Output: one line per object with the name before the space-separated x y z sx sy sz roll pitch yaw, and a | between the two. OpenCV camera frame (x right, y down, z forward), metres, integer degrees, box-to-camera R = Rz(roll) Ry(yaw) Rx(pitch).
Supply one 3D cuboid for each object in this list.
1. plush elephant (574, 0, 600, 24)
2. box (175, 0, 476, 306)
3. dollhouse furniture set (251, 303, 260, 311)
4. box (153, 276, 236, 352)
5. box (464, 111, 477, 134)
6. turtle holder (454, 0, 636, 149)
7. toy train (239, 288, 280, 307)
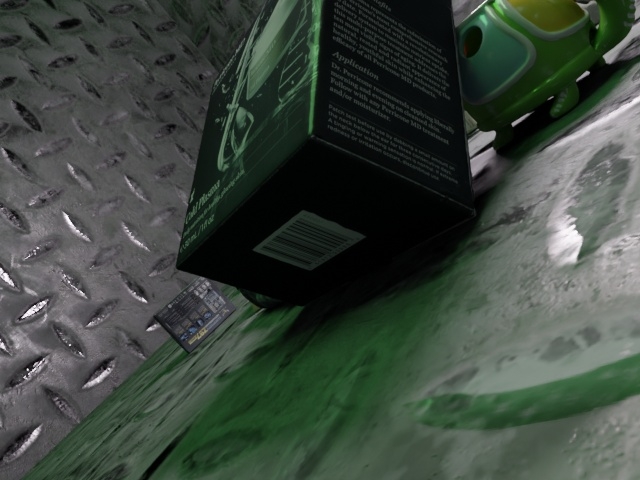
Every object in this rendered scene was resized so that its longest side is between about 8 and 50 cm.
plush elephant | 0.725 -0.718 1.443 0.330 0.255 0.271 -8 -59 -33
box | -0.011 -0.193 0.946 0.480 0.298 0.471 -35 43 48
dollhouse furniture set | -0.116 0.123 1.532 0.144 0.123 0.151 -37 -27 27
box | -0.448 0.257 1.867 0.233 0.183 0.059 -45 7 -23
box | 0.317 -0.300 1.485 0.275 0.113 0.094 -37 8 40
turtle holder | 0.363 -0.334 0.913 0.243 0.227 0.320 -42 6 -11
toy train | -0.092 0.075 1.299 0.190 0.142 0.334 -56 13 -19
